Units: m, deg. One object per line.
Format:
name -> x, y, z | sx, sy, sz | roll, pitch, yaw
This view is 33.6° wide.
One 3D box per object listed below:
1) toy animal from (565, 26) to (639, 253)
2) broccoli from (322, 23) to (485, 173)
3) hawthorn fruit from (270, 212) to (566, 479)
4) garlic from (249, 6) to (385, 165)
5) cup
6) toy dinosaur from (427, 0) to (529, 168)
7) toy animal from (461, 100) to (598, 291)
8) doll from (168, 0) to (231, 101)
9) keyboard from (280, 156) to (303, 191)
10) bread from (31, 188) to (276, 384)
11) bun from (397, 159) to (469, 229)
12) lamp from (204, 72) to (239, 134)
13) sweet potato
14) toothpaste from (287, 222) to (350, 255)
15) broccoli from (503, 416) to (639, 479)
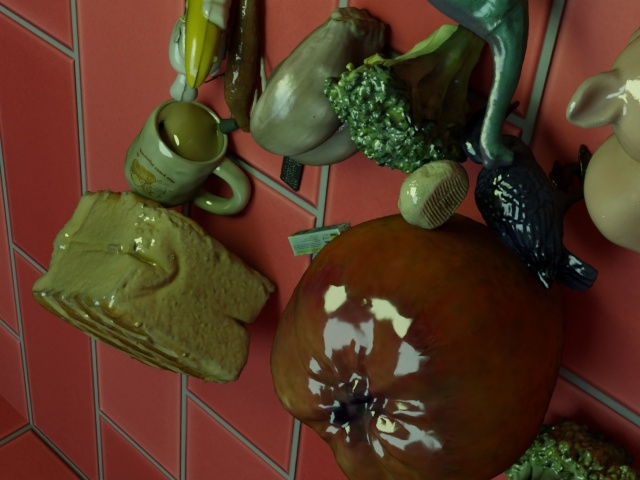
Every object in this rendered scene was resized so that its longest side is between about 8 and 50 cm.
toy animal -> 0.448, -0.127, 1.364 | 0.269, 0.237, 0.326 | 45, 144, 3
broccoli -> 0.138, -0.230, 1.619 | 0.248, 0.245, 0.288 | 28, 174, -9
hawthorn fruit -> 0.161, 0.166, 1.679 | 0.472, 0.472, 0.471 | 28, 132, 36
garlic -> -0.047, -0.240, 1.816 | 0.340, 0.231, 0.245 | -11, 95, 52
cup -> -0.268, -0.165, 2.220 | 0.202, 0.255, 0.173 | -45, 36, 51
toy dinosaur -> 0.167, -0.320, 1.446 | 0.383, 0.129, 0.331 | 28, 100, -3
toy animal -> 0.313, -0.063, 1.550 | 0.122, 0.185, 0.298 | -21, 81, 59
doll -> -0.223, -0.378, 1.985 | 0.237, 0.111, 0.252 | -147, 67, -71
keyboard -> -0.050, -0.165, 2.055 | 0.053, 0.010, 0.155 | 40, 138, 27
bread -> -0.357, 0.105, 2.269 | 0.390, 0.279, 0.371 | 40, 158, -34
bun -> 0.161, -0.074, 1.555 | 0.069, 0.115, 0.115 | 44, 141, 32
lamp -> -0.191, -0.274, 2.129 | 0.054, 0.041, 0.121 | -5, 112, 42
sweet potato -> -0.146, -0.347, 2.006 | 0.072, 0.066, 0.314 | -128, 38, -48
toothpaste -> 0.000, 0.000, 2.083 | 0.164, 0.034, 0.046 | -9, 106, 51
broccoli -> 0.393, 0.426, 1.735 | 0.263, 0.243, 0.247 | 5, 104, 41
